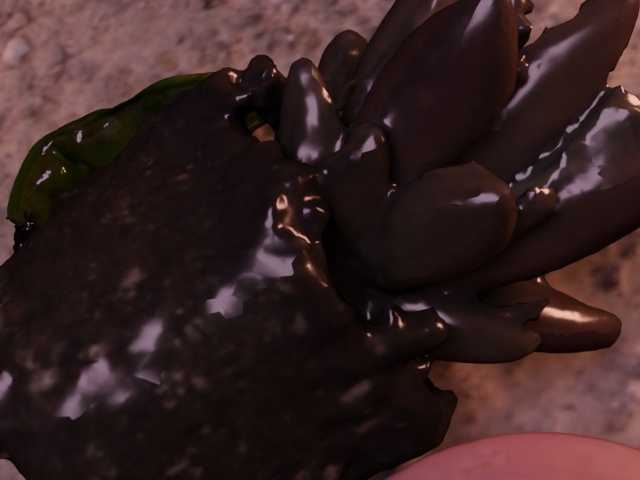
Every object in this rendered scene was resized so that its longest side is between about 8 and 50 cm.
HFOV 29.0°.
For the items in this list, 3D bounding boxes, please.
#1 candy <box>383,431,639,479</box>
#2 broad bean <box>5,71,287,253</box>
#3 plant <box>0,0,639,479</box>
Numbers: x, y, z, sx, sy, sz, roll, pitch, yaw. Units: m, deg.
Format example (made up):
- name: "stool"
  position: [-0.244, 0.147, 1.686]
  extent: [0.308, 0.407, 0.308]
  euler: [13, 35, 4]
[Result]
- name: "candy"
  position: [0.093, 0.210, 0.505]
  extent: [0.255, 0.094, 0.255]
  euler: [-6, 68, 16]
- name: "broad bean"
  position: [-0.100, -0.056, 0.699]
  extent: [0.195, 0.046, 0.061]
  euler: [-27, 76, 14]
- name: "plant"
  position: [0.000, 0.000, 0.552]
  extent: [0.320, 0.194, 0.181]
  euler: [-36, 45, -2]
